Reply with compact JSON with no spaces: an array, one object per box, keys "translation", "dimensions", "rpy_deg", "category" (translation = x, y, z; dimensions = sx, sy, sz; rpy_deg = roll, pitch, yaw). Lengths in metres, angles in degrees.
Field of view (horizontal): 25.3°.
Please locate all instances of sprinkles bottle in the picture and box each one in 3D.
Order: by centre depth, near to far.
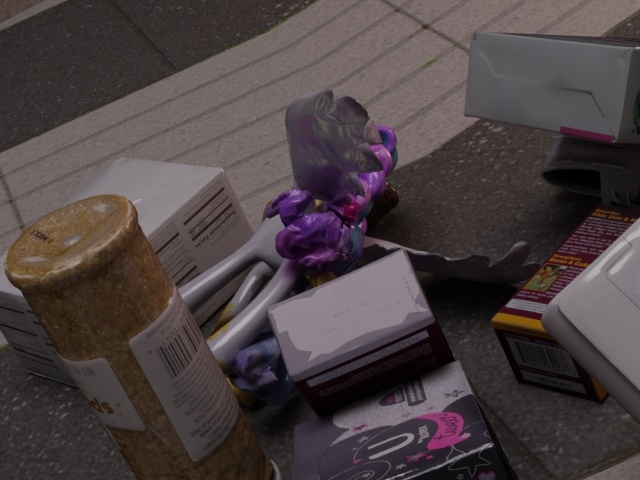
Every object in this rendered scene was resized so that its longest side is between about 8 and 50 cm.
[{"translation":[-0.141,0.132,1.246],"dimensions":[0.121,0.355,0.121],"rpy_deg":[-19,29,11],"category":"sprinkles bottle"}]

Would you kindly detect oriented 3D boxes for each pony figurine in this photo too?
[{"translation":[0.000,0.000,1.495],"dimensions":[0.363,0.303,0.351],"rpy_deg":[-50,26,-12],"category":"pony figurine"}]

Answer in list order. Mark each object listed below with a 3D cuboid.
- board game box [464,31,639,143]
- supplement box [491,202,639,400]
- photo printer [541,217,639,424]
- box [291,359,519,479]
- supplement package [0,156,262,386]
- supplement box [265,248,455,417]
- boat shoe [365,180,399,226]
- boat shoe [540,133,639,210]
[{"translation":[0.336,-0.158,1.474],"dimensions":[0.303,0.097,0.224],"rpy_deg":[-4,14,-35],"category":"board game box"},{"translation":[0.264,0.054,1.345],"dimensions":[0.104,0.081,0.188],"rpy_deg":[11,45,47],"category":"supplement box"},{"translation":[0.357,0.079,1.040],"dimensions":[0.256,0.107,0.307],"rpy_deg":[-44,74,-2],"category":"photo printer"},{"translation":[0.074,0.206,1.105],"dimensions":[0.163,0.142,0.247],"rpy_deg":[-23,9,4],"category":"box"},{"translation":[-0.237,0.038,1.695],"dimensions":[0.204,0.145,0.262],"rpy_deg":[9,43,45],"category":"supplement package"},{"translation":[0.051,0.110,1.257],"dimensions":[0.130,0.239,0.073],"rpy_deg":[-23,59,3],"category":"supplement box"},{"translation":[0.030,-0.075,1.758],"dimensions":[0.073,0.073,0.207],"rpy_deg":[-29,36,-10],"category":"boat shoe"},{"translation":[0.328,-0.064,1.513],"dimensions":[0.227,0.079,0.081],"rpy_deg":[21,72,51],"category":"boat shoe"}]
